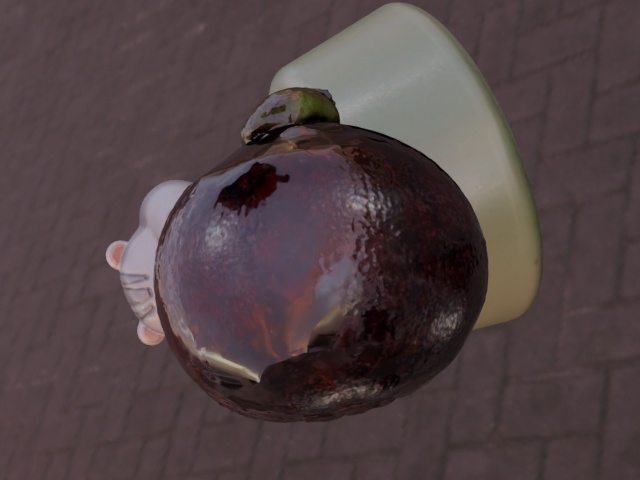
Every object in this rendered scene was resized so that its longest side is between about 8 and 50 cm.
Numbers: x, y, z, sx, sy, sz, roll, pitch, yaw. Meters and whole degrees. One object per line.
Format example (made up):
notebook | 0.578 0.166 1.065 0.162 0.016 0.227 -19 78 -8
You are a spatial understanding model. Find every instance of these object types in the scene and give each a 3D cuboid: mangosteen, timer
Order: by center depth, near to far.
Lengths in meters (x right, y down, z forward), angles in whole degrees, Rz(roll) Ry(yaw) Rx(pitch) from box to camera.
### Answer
mangosteen | -0.002 0.008 0.807 0.216 0.216 0.216 -34 39 33
timer | -0.018 -0.012 1.073 0.315 0.290 0.291 -23 30 -13
